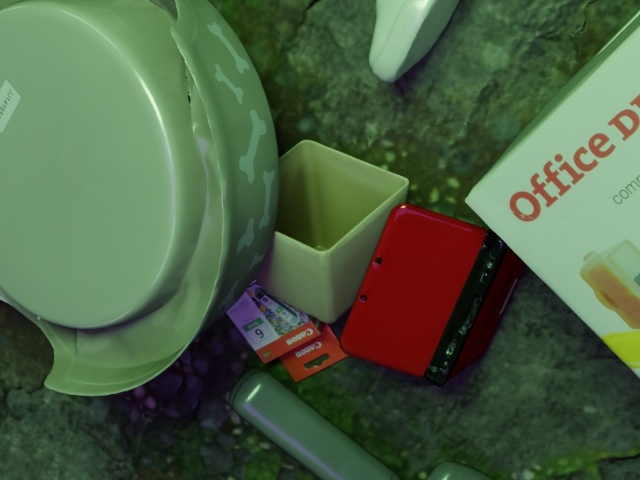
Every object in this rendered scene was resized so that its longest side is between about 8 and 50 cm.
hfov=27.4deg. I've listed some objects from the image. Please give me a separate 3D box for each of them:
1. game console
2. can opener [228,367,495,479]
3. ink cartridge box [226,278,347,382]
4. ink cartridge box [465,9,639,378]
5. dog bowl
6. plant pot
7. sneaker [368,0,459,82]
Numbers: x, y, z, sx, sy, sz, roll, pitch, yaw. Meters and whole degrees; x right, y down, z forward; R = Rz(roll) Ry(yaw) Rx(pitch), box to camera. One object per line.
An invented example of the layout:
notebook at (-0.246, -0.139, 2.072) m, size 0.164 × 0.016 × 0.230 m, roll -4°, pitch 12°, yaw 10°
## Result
game console at (0.099, 0.035, 1.062) m, size 0.085 × 0.124 × 0.144 m, roll 32°, pitch 119°, yaw 21°
can opener at (0.053, 0.193, 1.166) m, size 0.283 × 0.076 × 0.095 m, roll 39°, pitch 84°, yaw -7°
ink cartridge box at (-0.032, 0.073, 1.140) m, size 0.063 × 0.029 × 0.115 m, roll -29°, pitch 105°, yaw 22°
ink cartridge box at (0.330, 0.001, 0.879) m, size 0.385 × 0.160 × 0.279 m, roll 46°, pitch 138°, yaw 3°
dog bowl at (-0.181, -0.061, 1.009) m, size 0.348 × 0.102 × 0.349 m, roll 10°, pitch 108°, yaw 32°
plant pot at (0.000, 0.000, 1.049) m, size 0.109 × 0.109 × 0.096 m, roll 24°, pitch 138°, yaw 33°
sneaker at (0.067, -0.225, 0.970) m, size 0.094 × 0.080 × 0.212 m, roll 26°, pitch 110°, yaw 12°
